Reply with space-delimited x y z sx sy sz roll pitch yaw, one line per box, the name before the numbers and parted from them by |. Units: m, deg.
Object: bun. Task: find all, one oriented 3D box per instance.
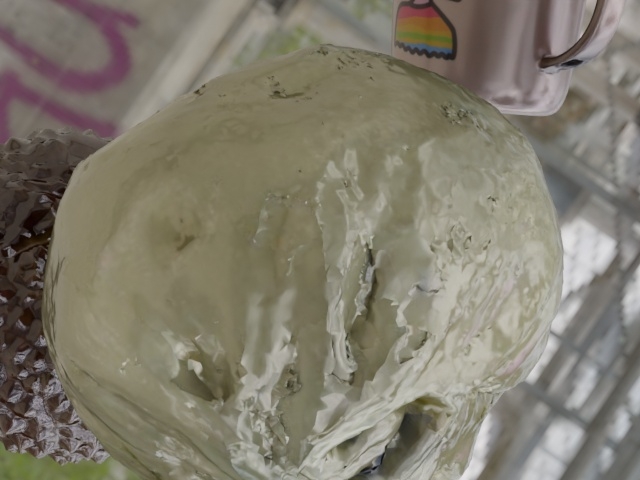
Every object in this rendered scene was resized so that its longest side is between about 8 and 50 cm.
bun | 0.008 0.047 1.136 0.326 0.234 0.362 -43 140 6

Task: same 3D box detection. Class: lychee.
lychee | -0.199 0.052 1.409 0.267 0.267 0.267 -56 -179 1

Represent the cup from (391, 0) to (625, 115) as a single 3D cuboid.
cup | 0.184 -0.222 1.755 0.191 0.253 0.200 0 98 -44
